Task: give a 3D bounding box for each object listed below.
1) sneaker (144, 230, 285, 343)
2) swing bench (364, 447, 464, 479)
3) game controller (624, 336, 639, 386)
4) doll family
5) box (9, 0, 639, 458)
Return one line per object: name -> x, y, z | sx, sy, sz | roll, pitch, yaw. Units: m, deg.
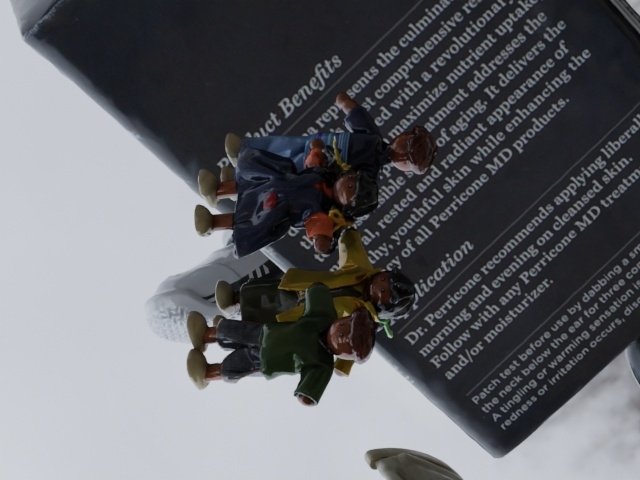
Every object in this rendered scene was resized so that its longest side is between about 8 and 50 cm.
sneaker -> -0.041, -0.038, 1.829 | 0.366, 0.137, 0.210 | -21, -100, -27
swing bench -> 0.079, 0.338, 1.759 | 0.165, 0.254, 0.253 | 59, 173, -27
game controller -> 0.392, 0.052, 1.407 | 0.166, 0.319, 0.067 | 59, -160, 17
doll family -> 0.000, 0.000, 0.911 | 0.076, 0.111, 0.193 | 49, -143, -60
box -> 0.018, -0.169, 1.358 | 0.472, 0.297, 0.480 | 44, -173, -27
